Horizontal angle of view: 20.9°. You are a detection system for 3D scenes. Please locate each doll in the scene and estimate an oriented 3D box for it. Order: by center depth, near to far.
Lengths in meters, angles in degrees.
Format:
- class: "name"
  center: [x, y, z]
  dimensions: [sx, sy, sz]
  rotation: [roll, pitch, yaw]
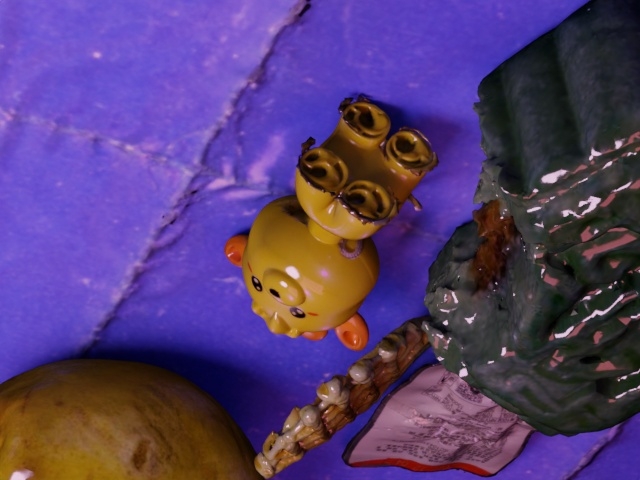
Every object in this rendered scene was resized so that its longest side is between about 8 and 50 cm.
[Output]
- class: "doll"
  center: [0.000, 0.000, 1.367]
  dimensions: [0.143, 0.135, 0.221]
  rotation: [33, 140, 7]

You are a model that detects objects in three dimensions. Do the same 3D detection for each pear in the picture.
- class: "pear"
  center: [-0.186, 0.226, 1.493]
  dimensions: [0.269, 0.269, 0.321]
  rotation: [-22, 144, 18]

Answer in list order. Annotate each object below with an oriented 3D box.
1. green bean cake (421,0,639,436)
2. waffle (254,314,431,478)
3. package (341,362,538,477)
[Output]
- class: "green bean cake"
  center: [0.211, 0.001, 1.341]
  dimensions: [0.308, 0.169, 0.300]
  rotation: [-32, 131, 28]
- class: "waffle"
  center: [0.024, 0.131, 1.479]
  dimensions: [0.036, 0.183, 0.169]
  rotation: [48, 133, 9]
- class: "package"
  center: [0.128, 0.161, 1.578]
  dimensions: [0.166, 0.040, 0.232]
  rotation: [8, 150, -15]
